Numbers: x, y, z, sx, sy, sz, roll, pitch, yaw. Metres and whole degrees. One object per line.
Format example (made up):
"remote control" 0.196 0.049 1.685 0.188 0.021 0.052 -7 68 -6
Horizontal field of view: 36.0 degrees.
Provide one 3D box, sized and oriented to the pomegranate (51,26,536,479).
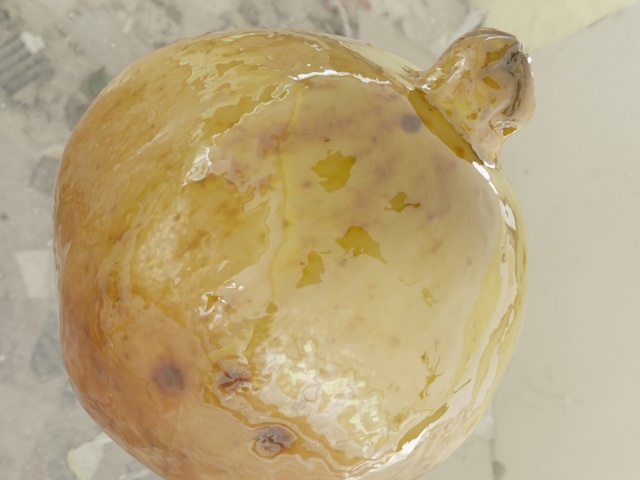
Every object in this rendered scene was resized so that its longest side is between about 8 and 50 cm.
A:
"pomegranate" 0.000 0.000 0.742 0.410 0.410 0.410 26 51 -36
